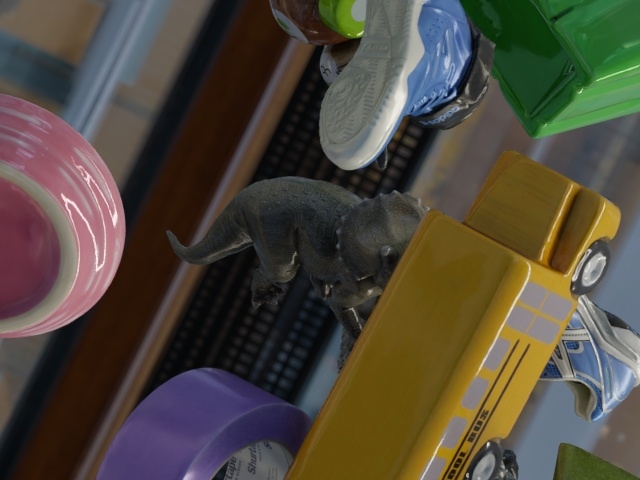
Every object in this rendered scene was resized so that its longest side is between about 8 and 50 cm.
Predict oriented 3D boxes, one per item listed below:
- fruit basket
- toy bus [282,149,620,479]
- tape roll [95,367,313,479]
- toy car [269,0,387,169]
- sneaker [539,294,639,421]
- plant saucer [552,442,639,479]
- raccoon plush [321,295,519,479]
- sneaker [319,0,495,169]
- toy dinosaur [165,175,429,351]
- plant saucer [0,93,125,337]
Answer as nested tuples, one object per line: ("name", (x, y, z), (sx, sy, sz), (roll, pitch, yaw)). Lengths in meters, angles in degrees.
("fruit basket", (0.285, -0.319, 1.693), (0.392, 0.392, 0.283), (-64, -175, -20))
("toy bus", (0.098, 0.091, 1.449), (0.130, 0.108, 0.332), (22, 97, -57))
("tape roll", (-0.088, 0.202, 1.498), (0.189, 0.080, 0.189), (-27, 128, -41))
("toy car", (0.025, -0.161, 1.643), (0.155, 0.149, 0.188), (35, -49, 51))
("sneaker", (0.182, 0.069, 1.557), (0.081, 0.211, 0.080), (-54, -169, -9))
("plant saucer", (0.247, 0.262, 1.443), (0.045, 0.188, 0.188), (-50, 155, -35))
("raccoon plush", (-0.003, 0.190, 1.822), (0.446, 0.299, 0.216), (-25, 176, 4))
("sneaker", (0.053, -0.080, 1.023), (0.058, 0.084, 0.152), (-21, -142, 35))
("toy dinosaur", (0.000, 0.000, 1.678), (0.121, 0.313, 0.160), (-37, 135, -36))
("plant saucer", (-0.400, -0.013, 2.223), (0.084, 0.332, 0.332), (-77, -168, -59))
